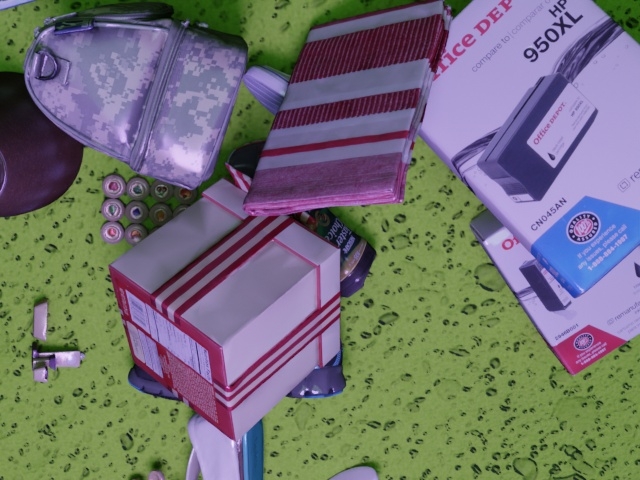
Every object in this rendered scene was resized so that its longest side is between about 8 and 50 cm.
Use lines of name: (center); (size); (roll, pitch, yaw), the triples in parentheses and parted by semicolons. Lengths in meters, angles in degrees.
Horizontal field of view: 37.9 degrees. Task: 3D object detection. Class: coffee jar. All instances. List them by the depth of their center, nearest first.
coffee jar: (0.000, 0.000, 1.424); (0.184, 0.096, 0.079); (41, 130, -13)

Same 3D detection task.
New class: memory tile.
memory tile: (-0.265, -0.042, 1.441); (0.148, 0.012, 0.113); (5, 105, -5)

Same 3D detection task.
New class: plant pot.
plant pot: (-0.459, -0.118, 1.296); (0.215, 0.230, 0.215); (-1, 105, -4)

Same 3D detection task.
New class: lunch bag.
lunch bag: (-0.242, -0.213, 1.247); (0.256, 0.305, 0.212); (16, 103, -9)

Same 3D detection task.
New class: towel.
towel: (0.039, -0.178, 1.242); (0.237, 0.329, 0.037); (-3, 145, 34)

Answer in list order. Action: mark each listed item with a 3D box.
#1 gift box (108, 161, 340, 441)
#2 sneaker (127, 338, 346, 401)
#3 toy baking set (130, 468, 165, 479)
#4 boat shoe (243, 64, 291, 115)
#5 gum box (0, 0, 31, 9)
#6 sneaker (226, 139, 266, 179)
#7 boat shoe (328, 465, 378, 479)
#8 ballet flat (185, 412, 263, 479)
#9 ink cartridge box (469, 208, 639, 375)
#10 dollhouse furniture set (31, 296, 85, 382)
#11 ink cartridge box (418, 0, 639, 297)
gift box: (-0.128, 0.069, 1.308); (0.276, 0.258, 0.255); (36, 146, 25)
sneaker: (-0.132, 0.185, 1.474); (0.341, 0.125, 0.140); (-2, 80, -2)
toy baking set: (-0.242, 0.485, 1.506); (0.256, 0.030, 0.197); (22, 108, 24)
boat shoe: (-0.006, -0.204, 1.391); (0.226, 0.083, 0.076); (34, 72, -10)
gum box: (-0.463, -0.407, 1.317); (0.184, 0.041, 0.157); (-15, 106, 1)
sneaker: (-0.064, -0.119, 1.406); (0.158, 0.065, 0.061); (-4, 105, -3)
boat shoe: (0.027, 0.448, 1.566); (0.184, 0.066, 0.063); (-36, 118, 4)
ballet flat: (-0.151, 0.456, 1.534); (0.139, 0.139, 0.400); (-5, 101, -2)
ink cartridge box: (0.390, 0.037, 1.450); (0.197, 0.114, 0.273); (-35, 103, 6)
dollhouse furniture set: (-0.406, 0.153, 1.456); (0.081, 0.091, 0.114); (1, 102, -20)
ink cartridge box: (0.324, -0.159, 1.291); (0.285, 0.166, 0.395); (-44, 77, 6)
